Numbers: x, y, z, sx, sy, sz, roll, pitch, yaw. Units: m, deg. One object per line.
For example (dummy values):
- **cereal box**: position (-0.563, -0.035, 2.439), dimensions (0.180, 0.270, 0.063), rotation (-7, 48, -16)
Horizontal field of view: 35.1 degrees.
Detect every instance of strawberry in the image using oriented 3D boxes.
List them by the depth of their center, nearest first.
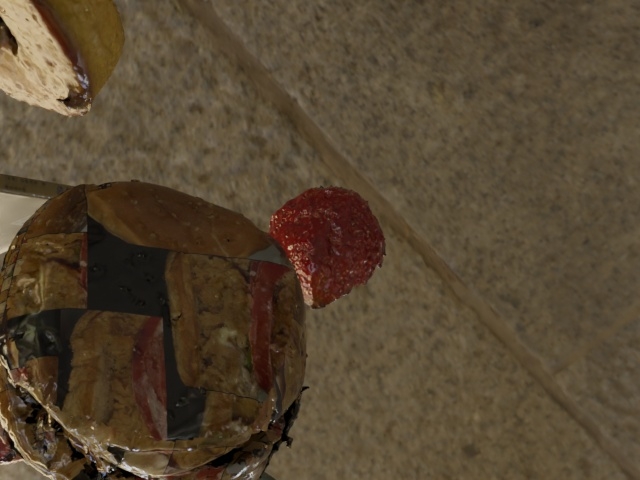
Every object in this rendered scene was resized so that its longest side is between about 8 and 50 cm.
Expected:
- **strawberry**: position (0.000, 0.000, 1.188), dimensions (0.147, 0.187, 0.082), rotation (-4, 133, 13)

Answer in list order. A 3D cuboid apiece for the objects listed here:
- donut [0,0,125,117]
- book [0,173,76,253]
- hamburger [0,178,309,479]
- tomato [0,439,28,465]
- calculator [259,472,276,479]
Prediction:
- **donut**: position (-0.306, -0.233, 1.008), dimensions (0.253, 0.253, 0.118), rotation (46, 67, -26)
- **book**: position (-0.374, -0.022, 0.878), dimensions (0.217, 0.021, 0.310), rotation (-20, 164, 31)
- **hamburger**: position (-0.105, 0.063, 0.661), dimensions (0.231, 0.230, 0.106), rotation (11, 142, -15)
- **tomato**: position (-0.517, 0.239, 1.731), dimensions (0.335, 0.176, 0.289), rotation (-18, 81, 0)
- **calculator**: position (-0.129, 0.335, 1.287), dimensions (0.045, 0.246, 0.141), rotation (8, 97, -40)
